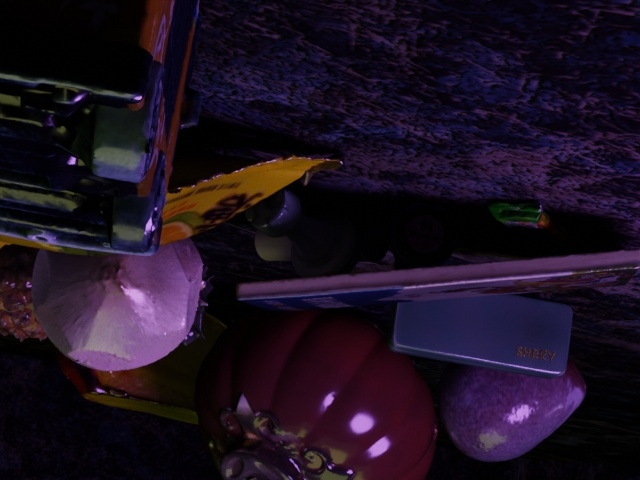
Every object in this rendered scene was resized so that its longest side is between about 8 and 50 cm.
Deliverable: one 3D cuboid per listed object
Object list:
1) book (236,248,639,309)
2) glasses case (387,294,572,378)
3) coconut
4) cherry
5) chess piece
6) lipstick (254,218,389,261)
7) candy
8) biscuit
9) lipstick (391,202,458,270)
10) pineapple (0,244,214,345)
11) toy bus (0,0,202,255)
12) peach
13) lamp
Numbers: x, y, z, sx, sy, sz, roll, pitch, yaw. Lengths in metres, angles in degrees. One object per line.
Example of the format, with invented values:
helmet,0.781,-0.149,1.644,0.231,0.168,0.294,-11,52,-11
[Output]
book,0.105,0.038,1.391,0.322,0.018,0.228,-5,174,7
glasses case,0.164,0.089,1.689,0.184,0.078,0.039,10,166,-6
coconut,-0.188,0.044,1.552,0.171,0.171,0.183,12,172,-12
cherry,0.220,0.182,1.943,0.176,0.140,0.176,-32,-177,2
chess piece,-0.017,-0.010,1.384,0.067,0.067,0.103,1,158,38
lipstick,0.000,0.000,1.470,0.130,0.038,0.038,0,166,43
candy,-0.140,-0.033,1.265,0.187,0.081,0.297,-14,180,-44
biscuit,0.168,-0.013,1.311,0.046,0.016,0.089,3,168,28
lipstick,0.081,0.009,1.440,0.053,0.053,0.234,10,173,-1
pineapple,-0.242,0.057,1.782,0.248,0.128,0.128,8,170,-15
toy bus,-0.126,-0.094,0.750,0.138,0.167,0.275,10,165,-2
peach,-0.215,0.158,2.164,0.267,0.159,0.154,10,161,-10
lamp,-0.007,0.211,1.970,0.303,0.257,0.303,22,138,21
